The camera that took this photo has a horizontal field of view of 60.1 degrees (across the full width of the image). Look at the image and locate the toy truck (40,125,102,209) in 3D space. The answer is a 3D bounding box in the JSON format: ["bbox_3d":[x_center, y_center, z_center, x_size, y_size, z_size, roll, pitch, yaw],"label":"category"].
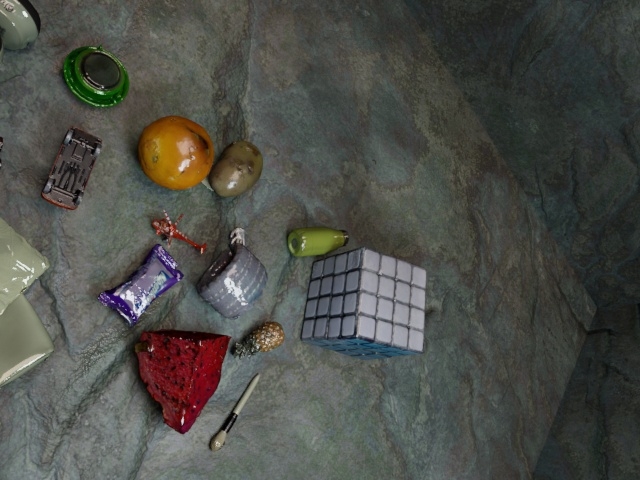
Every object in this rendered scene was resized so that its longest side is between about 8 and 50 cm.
[{"bbox_3d":[-0.754,-0.209,1.671,0.107,0.114,0.253,25,63,-31],"label":"toy truck"}]

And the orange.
[{"bbox_3d":[-0.476,-0.289,1.826,0.246,0.246,0.247,10,72,-35],"label":"orange"}]

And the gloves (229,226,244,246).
[{"bbox_3d":[-0.304,-0.008,2.015,0.064,0.026,0.086,7,79,-34],"label":"gloves"}]

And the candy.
[{"bbox_3d":[-0.560,0.142,1.755,0.145,0.070,0.275,56,49,-20],"label":"candy"}]

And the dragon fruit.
[{"bbox_3d":[-0.424,0.413,1.683,0.302,0.240,0.331,10,64,-15],"label":"dragon fruit"}]

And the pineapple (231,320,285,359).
[{"bbox_3d":[-0.223,0.356,1.937,0.197,0.108,0.108,-21,91,-32],"label":"pineapple"}]

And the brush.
[{"bbox_3d":[-0.279,0.577,1.872,0.039,0.042,0.299,45,55,-15],"label":"brush"}]

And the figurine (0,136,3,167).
[{"bbox_3d":[-1.021,-0.255,1.424,0.364,0.206,0.218,7,88,-37],"label":"figurine"}]

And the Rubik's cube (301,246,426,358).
[{"bbox_3d":[0.168,0.250,2.107,0.344,0.337,0.344,19,67,-31],"label":"Rubik's cube"}]

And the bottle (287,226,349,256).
[{"bbox_3d":[0.000,0.000,2.187,0.260,0.112,0.112,-6,82,-38],"label":"bottle"}]

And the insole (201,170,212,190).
[{"bbox_3d":[-0.436,-0.255,1.988,0.192,0.010,0.063,47,55,-19],"label":"insole"}]

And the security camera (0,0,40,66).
[{"bbox_3d":[-0.954,-0.584,1.571,0.197,0.191,0.277,37,59,-25],"label":"security camera"}]

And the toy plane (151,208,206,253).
[{"bbox_3d":[-0.475,-0.025,1.863,0.194,0.077,0.126,12,75,-43],"label":"toy plane"}]

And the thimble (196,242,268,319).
[{"bbox_3d":[-0.293,0.140,1.881,0.172,0.205,0.236,48,30,-23],"label":"thimble"}]

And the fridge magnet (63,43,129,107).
[{"bbox_3d":[-0.722,-0.534,1.795,0.207,0.088,0.208,10,72,-35],"label":"fridge magnet"}]

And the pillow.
[{"bbox_3d":[-0.899,0.067,1.438,0.274,0.076,0.281,53,47,-28],"label":"pillow"}]

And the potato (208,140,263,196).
[{"bbox_3d":[-0.299,-0.253,2.000,0.165,0.165,0.263,41,47,-22],"label":"potato"}]

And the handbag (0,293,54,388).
[{"bbox_3d":[-0.881,0.229,1.471,0.241,0.109,0.316,-37,97,-38],"label":"handbag"}]
